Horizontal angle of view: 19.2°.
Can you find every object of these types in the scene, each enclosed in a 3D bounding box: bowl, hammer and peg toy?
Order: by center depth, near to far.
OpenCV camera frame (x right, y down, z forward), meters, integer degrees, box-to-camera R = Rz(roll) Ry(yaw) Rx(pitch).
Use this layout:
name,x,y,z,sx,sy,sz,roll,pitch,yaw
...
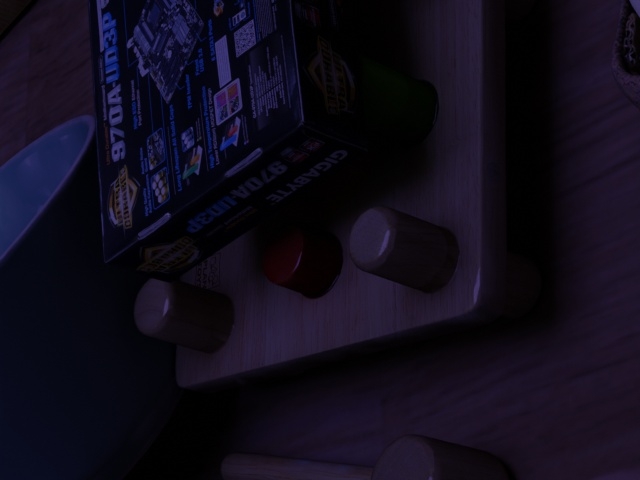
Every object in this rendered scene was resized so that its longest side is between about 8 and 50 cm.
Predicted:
name,x,y,z,sx,sy,sz,roll,pitch,yaw
hammer and peg toy,0.000,0.000,1.095,0.266,0.127,0.361,-17,64,44
bowl,-0.202,0.085,1.211,0.311,0.163,0.311,-39,17,15

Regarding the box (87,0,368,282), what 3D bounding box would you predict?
name,x,y,z,sx,sy,sz,roll,pitch,yaw
box,-0.059,-0.111,1.066,0.175,0.051,0.220,-33,53,38

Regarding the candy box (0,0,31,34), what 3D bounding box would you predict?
name,x,y,z,sx,sy,sz,roll,pitch,yaw
candy box,-0.354,-0.210,1.601,0.316,0.087,0.183,-41,49,31

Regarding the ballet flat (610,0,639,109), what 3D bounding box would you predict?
name,x,y,z,sx,sy,sz,roll,pitch,yaw
ballet flat,0.198,-0.201,0.966,0.107,0.106,0.316,-15,65,45
